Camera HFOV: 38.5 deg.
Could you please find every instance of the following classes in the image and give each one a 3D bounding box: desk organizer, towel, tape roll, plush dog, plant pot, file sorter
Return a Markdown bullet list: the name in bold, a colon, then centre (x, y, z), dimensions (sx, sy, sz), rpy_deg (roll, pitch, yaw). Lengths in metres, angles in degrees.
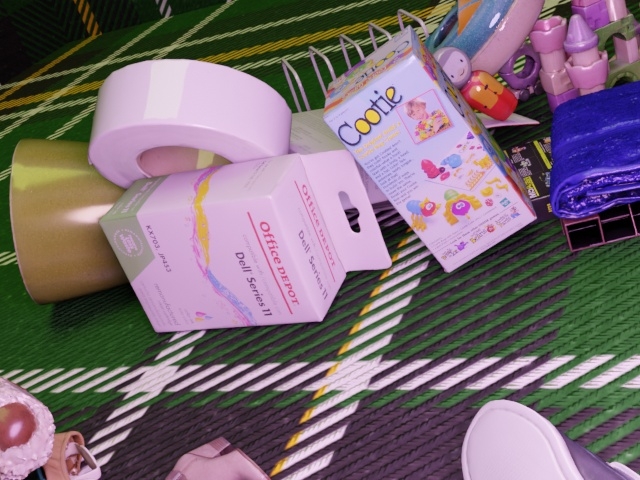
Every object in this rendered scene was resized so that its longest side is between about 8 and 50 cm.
- **desk organizer**: centre (0.376, -0.030, 1.174), dimensions (0.130, 0.047, 0.050), rpy_deg (-15, 29, 13)
- **towel**: centre (0.417, -0.139, 1.212), dimensions (0.227, 0.076, 0.308), rpy_deg (-8, 26, 18)
- **tape roll**: centre (-0.185, -0.145, 1.319), dimensions (0.286, 0.286, 0.100), rpy_deg (-6, 68, 27)
- **plush dog**: centre (-0.432, 0.249, 1.037), dimensions (0.262, 0.210, 0.225), rpy_deg (27, 74, 11)
- **plant pot**: centre (-0.326, -0.045, 1.514), dimensions (0.293, 0.275, 0.275), rpy_deg (-6, 26, -3)
- **file sorter**: centre (0.079, -0.315, 1.799), dimensions (0.277, 0.173, 0.193), rpy_deg (-23, 25, -3)

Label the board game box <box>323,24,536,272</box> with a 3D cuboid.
- **board game box**: centre (0.145, -0.121, 1.222), dimensions (0.144, 0.275, 0.142), rpy_deg (-33, 21, 19)

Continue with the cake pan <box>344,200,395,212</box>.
- **cake pan**: centre (0.131, -0.144, 1.566), dimensions (0.293, 0.054, 0.293), rpy_deg (-17, 26, 9)

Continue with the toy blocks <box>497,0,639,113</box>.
- **toy blocks**: centre (0.465, -0.376, 1.533), dimensions (0.288, 0.260, 0.309), rpy_deg (-25, 26, -7)

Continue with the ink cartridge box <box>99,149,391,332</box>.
- **ink cartridge box**: centre (-0.102, 0.006, 1.267), dimensions (0.353, 0.207, 0.119), rpy_deg (-7, 30, 27)

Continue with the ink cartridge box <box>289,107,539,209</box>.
- **ink cartridge box**: centre (0.108, -0.155, 1.489), dimensions (0.385, 0.091, 0.308), rpy_deg (-11, 21, -20)

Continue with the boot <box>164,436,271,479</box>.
- **boot**: centre (-0.115, 0.260, 0.987), dimensions (0.087, 0.042, 0.118), rpy_deg (-40, 30, -22)

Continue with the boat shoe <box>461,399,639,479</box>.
- **boat shoe**: centre (0.217, 0.231, 0.742), dimensions (0.114, 0.091, 0.302), rpy_deg (-64, 25, 13)

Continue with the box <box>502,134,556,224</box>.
- **box**: centre (0.368, -0.105, 1.329), dimensions (0.184, 0.045, 0.191), rpy_deg (-19, 26, 9)

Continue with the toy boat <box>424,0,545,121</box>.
- **toy boat**: centre (0.242, -0.315, 1.461), dimensions (0.267, 0.148, 0.318), rpy_deg (-49, 18, 37)

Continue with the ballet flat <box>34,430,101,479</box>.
- **ballet flat**: centre (-0.281, 0.277, 1.032), dimensions (0.073, 0.080, 0.232), rpy_deg (-15, 24, -19)
